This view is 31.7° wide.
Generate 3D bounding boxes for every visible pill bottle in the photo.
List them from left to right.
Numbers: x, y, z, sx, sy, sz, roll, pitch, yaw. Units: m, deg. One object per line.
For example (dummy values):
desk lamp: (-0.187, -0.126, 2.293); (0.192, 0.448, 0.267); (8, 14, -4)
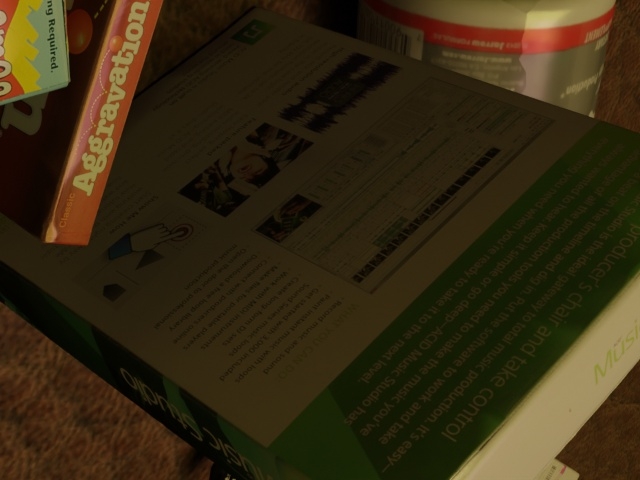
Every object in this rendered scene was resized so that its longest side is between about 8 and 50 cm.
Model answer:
pill bottle: (0.099, -0.056, 0.771); (0.161, 0.161, 0.283); (-27, 132, -38)

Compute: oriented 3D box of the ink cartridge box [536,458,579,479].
ink cartridge box: (0.191, 0.246, 1.149); (0.092, 0.090, 0.143); (-57, 145, -4)

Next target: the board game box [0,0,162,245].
board game box: (-0.107, -0.155, 0.469); (0.027, 0.145, 0.281); (3, 111, -52)

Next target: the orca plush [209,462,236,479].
orca plush: (-0.012, 0.109, 0.704); (0.151, 0.102, 0.287); (-31, 161, -42)

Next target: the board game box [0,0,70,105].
board game box: (-0.237, -0.100, 0.350); (0.275, 0.144, 0.142); (-25, 131, -40)

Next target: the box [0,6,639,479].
box: (0.000, 0.000, 0.552); (0.232, 0.322, 0.058); (-42, 135, -24)
